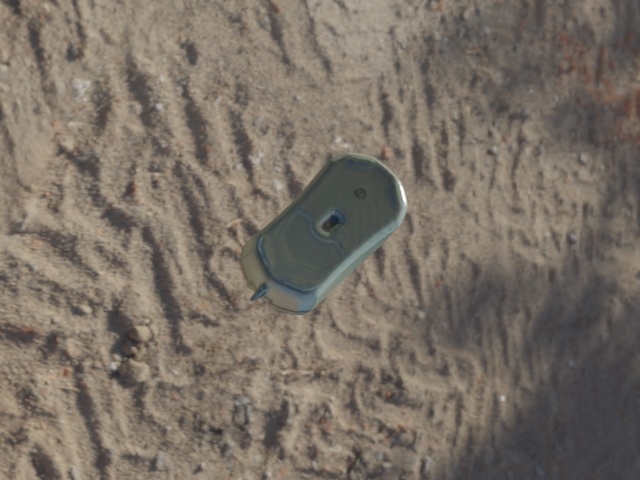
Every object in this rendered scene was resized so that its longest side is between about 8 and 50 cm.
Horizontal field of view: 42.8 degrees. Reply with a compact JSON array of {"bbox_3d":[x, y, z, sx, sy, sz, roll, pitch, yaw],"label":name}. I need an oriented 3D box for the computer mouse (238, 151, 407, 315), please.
[{"bbox_3d":[0.000,0.000,0.725,0.089,0.056,0.182,41,64,11],"label":"computer mouse"}]
